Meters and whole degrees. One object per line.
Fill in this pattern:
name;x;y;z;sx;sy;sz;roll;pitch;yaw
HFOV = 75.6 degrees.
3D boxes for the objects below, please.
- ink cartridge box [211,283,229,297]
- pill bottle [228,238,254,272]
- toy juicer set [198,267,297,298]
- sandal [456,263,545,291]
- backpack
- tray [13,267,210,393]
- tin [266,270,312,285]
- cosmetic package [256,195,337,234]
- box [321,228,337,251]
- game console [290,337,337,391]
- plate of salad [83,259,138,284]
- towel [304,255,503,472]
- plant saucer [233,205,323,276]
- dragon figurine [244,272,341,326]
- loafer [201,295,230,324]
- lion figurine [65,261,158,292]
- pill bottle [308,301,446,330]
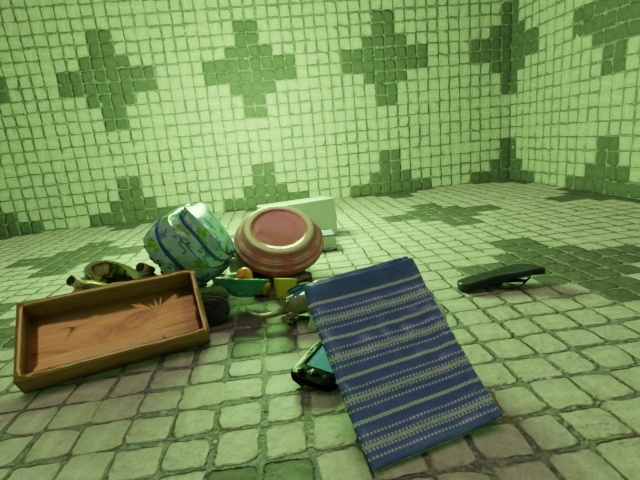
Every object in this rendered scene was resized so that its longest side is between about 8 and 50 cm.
ink cartridge box;-0.344;0.170;1.407;0.048;0.028;0.083;-11;15;-20
pill bottle;-0.225;0.039;1.615;0.278;0.162;0.162;-11;15;-15
toy juicer set;-0.231;0.129;1.285;0.329;0.089;0.209;1;-5;1
sandal;0.541;0.119;1.243;0.254;0.054;0.097;-14;6;6
backpack;-0.410;0.012;1.319;0.273;0.290;0.355;-31;6;18
tray;-0.503;0.209;1.024;0.411;0.076;0.203;-11;53;-23
tin;-0.112;0.132;1.457;0.189;0.040;0.106;9;16;43
cosmetic package;-0.112;-0.102;2.060;0.365;0.197;0.155;-10;14;-23
box;0.000;0.000;1.860;0.126;0.072;0.137;-8;15;-5
game console;0.068;0.236;0.959;0.213;0.044;0.361;1;16;26
plate of salad;-0.709;0.138;1.418;0.199;0.200;0.048;-5;48;3
towel;0.131;0.186;0.728;0.243;0.040;0.336;-12;55;-17
plant saucer;-0.150;-0.019;1.508;0.332;0.084;0.332;3;46;-3
dragon figurine;-0.051;0.168;1.143;0.289;0.085;0.144;-19;3;16
loafer;-0.413;0.207;1.182;0.302;0.109;0.095;-2;-3;-12
lion figurine;-0.612;0.159;1.273;0.392;0.142;0.240;-3;-14;9
pill bottle;0.112;0.170;0.856;0.264;0.146;0.146;14;15;1
